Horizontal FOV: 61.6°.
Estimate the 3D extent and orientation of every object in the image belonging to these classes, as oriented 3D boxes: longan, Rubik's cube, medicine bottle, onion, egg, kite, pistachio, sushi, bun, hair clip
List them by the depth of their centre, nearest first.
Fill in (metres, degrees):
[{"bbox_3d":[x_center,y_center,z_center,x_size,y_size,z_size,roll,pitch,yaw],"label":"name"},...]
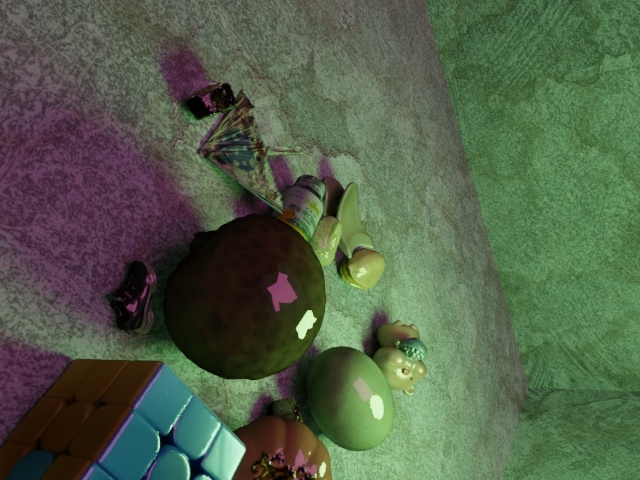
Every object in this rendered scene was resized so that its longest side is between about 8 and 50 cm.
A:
[{"bbox_3d":[-0.369,0.416,0.974,0.290,0.291,0.291,58,42,-30],"label":"Rubik's cube"},{"bbox_3d":[-0.173,0.134,1.250,0.391,0.391,0.391,16,71,-53],"label":"longan"},{"bbox_3d":[-0.290,-0.371,1.425,0.150,0.091,0.078,-46,124,-50],"label":"sushi"},{"bbox_3d":[-0.099,0.505,1.497,0.118,0.119,0.117,59,30,-29],"label":"onion"},{"bbox_3d":[-0.189,-0.260,1.537,0.368,0.014,0.406,-10,78,-42],"label":"kite"},{"bbox_3d":[-0.077,-0.069,1.618,0.141,0.141,0.293,55,42,-33],"label":"medicine bottle"},{"bbox_3d":[0.092,0.486,1.644,0.258,0.258,0.352,-44,119,-49],"label":"egg"},{"bbox_3d":[0.000,0.000,1.721,0.164,0.111,0.188,96,13,-48],"label":"bun"},{"bbox_3d":[0.083,-0.090,1.889,0.172,0.113,0.282,-22,105,-53],"label":"hair clip"},{"bbox_3d":[0.160,0.102,1.933,0.200,0.117,0.145,-16,84,-55],"label":"pistachio"}]

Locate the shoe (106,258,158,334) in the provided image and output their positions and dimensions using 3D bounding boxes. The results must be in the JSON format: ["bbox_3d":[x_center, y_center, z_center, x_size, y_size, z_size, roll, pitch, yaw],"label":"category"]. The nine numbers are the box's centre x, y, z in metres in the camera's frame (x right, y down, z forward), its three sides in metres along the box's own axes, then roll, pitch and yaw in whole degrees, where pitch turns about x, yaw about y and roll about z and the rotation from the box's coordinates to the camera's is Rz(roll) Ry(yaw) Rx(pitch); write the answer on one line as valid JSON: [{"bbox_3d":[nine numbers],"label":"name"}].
[{"bbox_3d":[-0.416,0.123,1.165,0.099,0.071,0.169,6,82,-51],"label":"shoe"}]

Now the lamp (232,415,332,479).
[{"bbox_3d":[-0.122,0.587,1.334,0.305,0.239,0.305,1,86,-10],"label":"lamp"}]

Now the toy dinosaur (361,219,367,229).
[{"bbox_3d":[0.152,-0.061,2.030,0.180,0.037,0.058,56,38,-33],"label":"toy dinosaur"}]

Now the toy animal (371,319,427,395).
[{"bbox_3d":[0.284,0.423,2.002,0.210,0.229,0.221,24,17,-21],"label":"toy animal"}]
